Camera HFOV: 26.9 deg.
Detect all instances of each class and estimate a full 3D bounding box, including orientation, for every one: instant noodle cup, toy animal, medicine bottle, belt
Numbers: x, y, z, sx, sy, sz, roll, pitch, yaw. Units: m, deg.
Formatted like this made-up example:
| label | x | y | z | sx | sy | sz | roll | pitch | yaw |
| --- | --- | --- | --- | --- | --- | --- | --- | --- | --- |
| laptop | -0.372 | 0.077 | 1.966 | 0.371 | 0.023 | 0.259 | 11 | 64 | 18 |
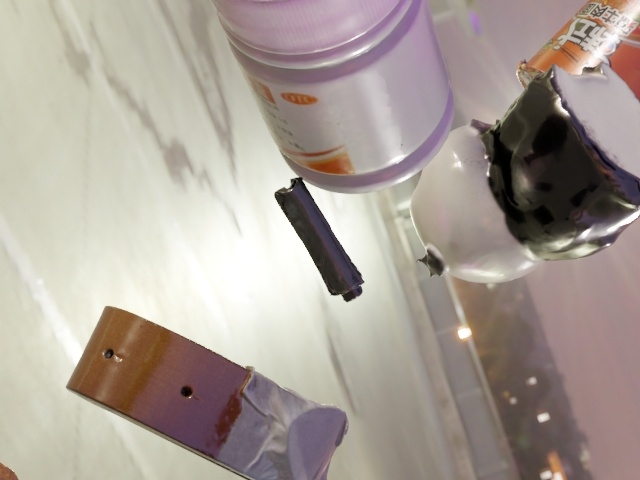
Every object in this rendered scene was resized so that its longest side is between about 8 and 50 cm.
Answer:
| label | x | y | z | sx | sy | sz | roll | pitch | yaw |
| --- | --- | --- | --- | --- | --- | --- | --- | --- | --- |
| instant noodle cup | 0.447 | -0.256 | 2.015 | 0.250 | 0.192 | 0.250 | 38 | -2 | 1 |
| toy animal | 0.260 | -0.067 | 1.699 | 0.251 | 0.310 | 0.251 | 26 | 44 | -27 |
| medicine bottle | 0.012 | -0.209 | 1.322 | 0.316 | 0.202 | 0.202 | 66 | 7 | -55 |
| belt | -0.126 | 0.194 | 1.567 | 0.339 | 0.122 | 0.217 | 32 | -13 | -26 |

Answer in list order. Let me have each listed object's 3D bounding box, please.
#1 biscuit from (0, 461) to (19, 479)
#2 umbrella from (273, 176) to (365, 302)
| label | x | y | z | sx | sy | sz | roll | pitch | yaw |
| --- | --- | --- | --- | --- | --- | --- | --- | --- | --- |
| biscuit | -0.410 | 0.243 | 1.124 | 0.049 | 0.324 | 0.205 | -100 | 179 | -50 |
| umbrella | -0.001 | 0.001 | 1.299 | 0.133 | 0.036 | 0.031 | 58 | 14 | -1 |
